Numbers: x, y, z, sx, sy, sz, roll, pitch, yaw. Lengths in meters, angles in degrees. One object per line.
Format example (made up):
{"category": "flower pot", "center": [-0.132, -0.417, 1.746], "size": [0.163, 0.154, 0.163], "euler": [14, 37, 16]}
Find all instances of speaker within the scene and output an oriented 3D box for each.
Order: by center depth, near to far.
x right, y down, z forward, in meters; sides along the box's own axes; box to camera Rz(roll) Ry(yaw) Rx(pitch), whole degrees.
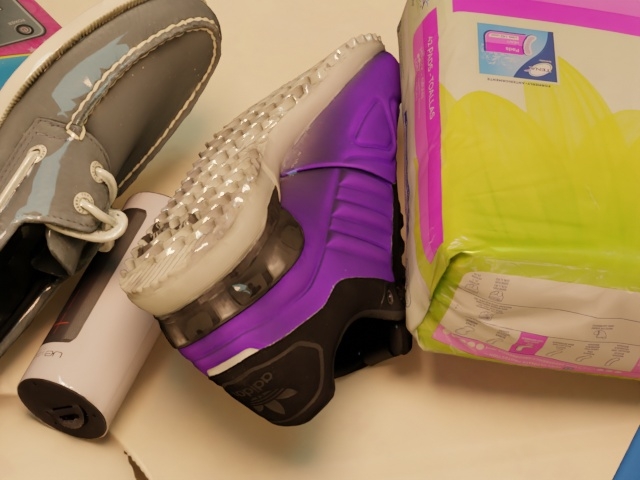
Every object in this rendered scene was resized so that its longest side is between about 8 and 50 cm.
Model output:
{"category": "speaker", "center": [-0.111, 0.041, 0.961], "size": [0.055, 0.055, 0.136], "euler": [19, 56, 12]}

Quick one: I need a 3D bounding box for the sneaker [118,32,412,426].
{"category": "sneaker", "center": [-0.001, 0.001, 0.972], "size": [0.146, 0.102, 0.293], "euler": [51, 35, -13]}

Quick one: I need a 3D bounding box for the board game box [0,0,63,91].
{"category": "board game box", "center": [-0.304, -0.127, 1.016], "size": [0.224, 0.097, 0.303], "euler": [-22, 56, -39]}

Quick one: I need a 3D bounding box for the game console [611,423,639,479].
{"category": "game console", "center": [0.251, 0.212, 0.750], "size": [0.293, 0.173, 0.250], "euler": [17, 52, 24]}

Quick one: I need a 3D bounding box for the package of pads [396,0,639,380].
{"category": "package of pads", "center": [0.192, -0.031, 0.961], "size": [0.296, 0.101, 0.229], "euler": [8, 54, -10]}

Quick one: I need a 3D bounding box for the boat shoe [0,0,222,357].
{"category": "boat shoe", "center": [-0.146, -0.004, 0.939], "size": [0.099, 0.116, 0.319], "euler": [33, 73, 29]}
